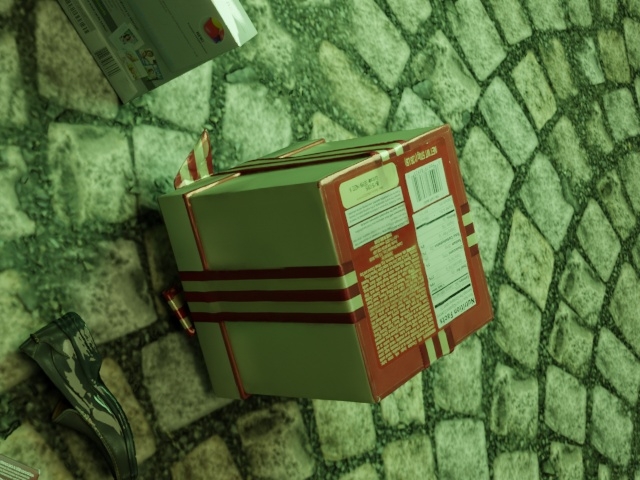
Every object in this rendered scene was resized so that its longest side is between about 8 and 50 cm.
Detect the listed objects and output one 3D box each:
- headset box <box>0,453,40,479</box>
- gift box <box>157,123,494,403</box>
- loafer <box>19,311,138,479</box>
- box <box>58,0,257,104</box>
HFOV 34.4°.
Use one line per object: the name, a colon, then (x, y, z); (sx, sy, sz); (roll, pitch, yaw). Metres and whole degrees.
headset box: (-0.331, 0.244, 0.729); (0.218, 0.110, 0.293); (51, 43, -54)
gift box: (0.000, 0.000, 1.079); (0.255, 0.258, 0.276); (-20, 101, -47)
loafer: (-0.223, 0.154, 0.963); (0.061, 0.062, 0.170); (-25, 94, -24)
box: (-0.170, -0.230, 1.026); (0.145, 0.186, 0.038); (58, 45, -16)
